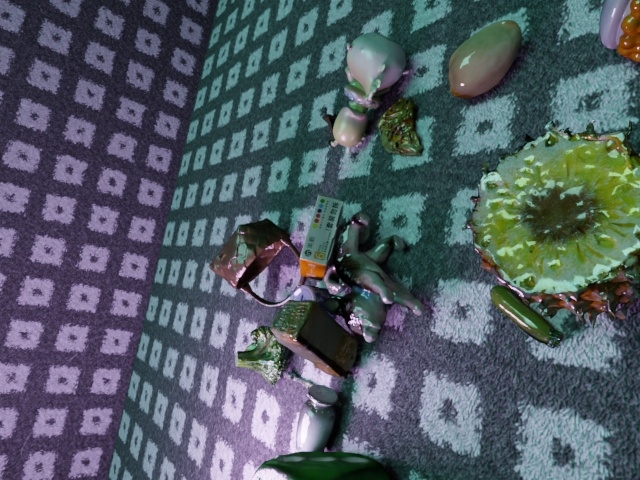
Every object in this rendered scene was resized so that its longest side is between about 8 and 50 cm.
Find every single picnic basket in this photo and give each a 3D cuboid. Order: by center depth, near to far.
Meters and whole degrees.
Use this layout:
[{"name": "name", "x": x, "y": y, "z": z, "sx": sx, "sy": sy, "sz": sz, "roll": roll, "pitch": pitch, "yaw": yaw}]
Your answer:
[{"name": "picnic basket", "x": -0.202, "y": 0.098, "z": 1.592, "sx": 0.293, "sy": 0.337, "sz": 0.337, "roll": -50, "pitch": 43, "yaw": 17}]

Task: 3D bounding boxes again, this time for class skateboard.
[{"name": "skateboard", "x": 0.044, "y": -0.438, "z": 1.622, "sx": 0.080, "sy": 0.067, "sz": 0.152, "roll": -49, "pitch": 47, "yaw": 41}]

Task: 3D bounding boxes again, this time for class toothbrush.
[{"name": "toothbrush", "x": -0.026, "y": 0.492, "z": 1.388, "sx": 0.294, "sy": 0.028, "sz": 0.026, "roll": 7, "pitch": 84, "yaw": 46}]

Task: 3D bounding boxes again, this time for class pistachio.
[{"name": "pistachio", "x": 0.431, "y": -0.475, "z": 1.105, "sx": 0.215, "sy": 0.143, "sz": 0.144, "roll": -40, "pitch": 48, "yaw": 26}]

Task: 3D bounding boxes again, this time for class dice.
[{"name": "dice", "x": -0.001, "y": 0.706, "z": 1.057, "sx": 0.297, "sy": 0.299, "sz": 0.288, "roll": -16, "pitch": 67, "yaw": 46}]

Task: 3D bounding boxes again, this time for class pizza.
[{"name": "pizza", "x": 0.245, "y": -0.350, "z": 1.334, "sx": 0.147, "sy": 0.069, "sz": 0.227, "roll": -24, "pitch": 59, "yaw": 42}]

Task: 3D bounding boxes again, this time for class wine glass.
[{"name": "wine glass", "x": -0.013, "y": 0.552, "z": 1.271, "sx": 0.111, "sy": 0.111, "sz": 0.205, "roll": 25, "pitch": 106, "yaw": 52}]

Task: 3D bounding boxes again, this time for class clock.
[{"name": "clock", "x": 0.140, "y": -0.025, "z": 1.380, "sx": 0.085, "sy": 0.017, "sz": 0.085, "roll": -22, "pitch": 61, "yaw": 45}]

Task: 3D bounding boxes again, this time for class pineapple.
[{"name": "pineapple", "x": 0.466, "y": -0.017, "z": 0.750, "sx": 0.352, "sy": 0.299, "sz": 0.353, "roll": -23, "pitch": 59, "yaw": 46}]

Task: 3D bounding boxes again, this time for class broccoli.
[{"name": "broccoli", "x": -0.222, "y": 0.422, "z": 1.519, "sx": 0.194, "sy": 0.194, "sz": 0.220, "roll": -19, "pitch": 68, "yaw": 46}]

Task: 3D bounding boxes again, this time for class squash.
[{"name": "squash", "x": 0.444, "y": 0.164, "z": 0.917, "sx": 0.052, "sy": 0.052, "sz": 0.183, "roll": -58, "pitch": 44, "yaw": 19}]

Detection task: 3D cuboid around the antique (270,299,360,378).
[{"name": "antique", "x": 0.003, "y": 0.295, "z": 1.218, "sx": 0.150, "sy": 0.284, "sz": 0.125, "roll": -6, "pitch": 48, "yaw": 51}]

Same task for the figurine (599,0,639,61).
[{"name": "figurine", "x": 0.726, "y": -0.440, "z": 0.736, "sx": 0.381, "sy": 0.225, "sz": 0.205, "roll": 15, "pitch": 65, "yaw": 28}]

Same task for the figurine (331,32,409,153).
[{"name": "figurine", "x": 0.141, "y": -0.479, "z": 1.399, "sx": 0.275, "sy": 0.226, "sz": 0.395, "roll": -89, "pitch": 22, "yaw": -62}]

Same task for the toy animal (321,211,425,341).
[{"name": "toy animal", "x": 0.118, "y": 0.142, "z": 1.210, "sx": 0.303, "sy": 0.194, "sz": 0.345, "roll": -47, "pitch": 34, "yaw": 36}]

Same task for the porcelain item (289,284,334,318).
[{"name": "porcelain item", "x": -0.027, "y": 0.229, "z": 1.411, "sx": 0.147, "sy": 0.114, "sz": 0.147, "roll": -20, "pitch": 63, "yaw": 44}]

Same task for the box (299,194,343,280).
[{"name": "box", "x": 0.000, "y": 0.000, "z": 1.355, "sx": 0.274, "sy": 0.091, "sz": 0.221, "roll": 103, "pitch": -178, "yaw": -72}]
